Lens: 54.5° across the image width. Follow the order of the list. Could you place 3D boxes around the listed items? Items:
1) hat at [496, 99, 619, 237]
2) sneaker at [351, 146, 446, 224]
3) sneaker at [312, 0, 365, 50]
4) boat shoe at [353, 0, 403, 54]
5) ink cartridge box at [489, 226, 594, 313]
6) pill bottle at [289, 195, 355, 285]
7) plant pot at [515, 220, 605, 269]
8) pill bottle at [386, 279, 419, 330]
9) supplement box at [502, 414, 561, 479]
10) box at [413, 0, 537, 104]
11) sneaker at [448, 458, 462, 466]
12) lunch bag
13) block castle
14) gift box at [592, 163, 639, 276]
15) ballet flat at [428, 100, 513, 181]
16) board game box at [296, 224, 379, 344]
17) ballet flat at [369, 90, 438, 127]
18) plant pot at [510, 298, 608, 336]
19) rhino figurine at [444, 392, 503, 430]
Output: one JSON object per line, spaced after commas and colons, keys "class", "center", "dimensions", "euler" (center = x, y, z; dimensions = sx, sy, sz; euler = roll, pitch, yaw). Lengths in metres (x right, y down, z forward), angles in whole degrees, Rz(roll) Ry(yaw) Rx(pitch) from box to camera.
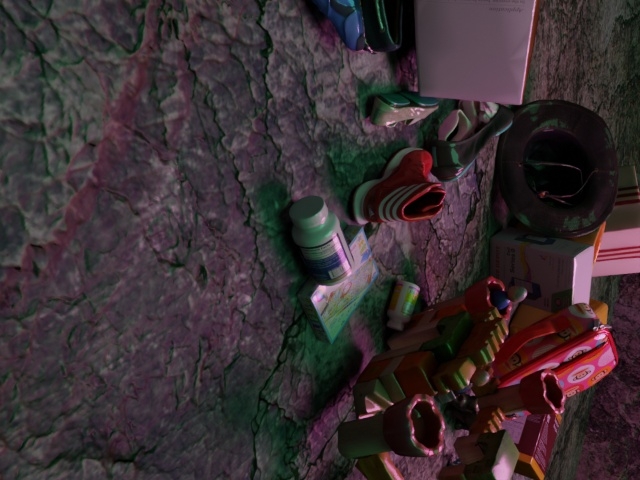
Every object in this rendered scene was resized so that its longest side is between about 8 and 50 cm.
{"class": "hat", "center": [0.545, -0.162, 1.485], "dimensions": [0.134, 0.332, 0.331], "euler": [129, -23, -80]}
{"class": "sneaker", "center": [0.157, -0.081, 0.991], "dimensions": [0.221, 0.128, 0.087], "euler": [-44, 131, -40]}
{"class": "sneaker", "center": [0.003, -0.326, 0.777], "dimensions": [0.209, 0.082, 0.069], "euler": [66, 11, -47]}
{"class": "boat shoe", "center": [0.087, -0.389, 0.857], "dimensions": [0.095, 0.079, 0.254], "euler": [0, 99, -55]}
{"class": "ink cartridge box", "center": [0.505, 0.070, 1.441], "dimensions": [0.093, 0.212, 0.154], "euler": [-22, 117, -36]}
{"class": "pill bottle", "center": [0.000, 0.000, 0.844], "dimensions": [0.067, 0.067, 0.120], "euler": [-53, 137, -33]}
{"class": "plant pot", "center": [0.580, 0.021, 1.545], "dimensions": [0.205, 0.188, 0.205], "euler": [-39, 138, -47]}
{"class": "pill bottle", "center": [0.143, 0.115, 1.095], "dimensions": [0.043, 0.043, 0.083], "euler": [38, 68, -52]}
{"class": "supplement box", "center": [0.561, 0.528, 1.714], "dimensions": [0.191, 0.129, 0.194], "euler": [52, 57, -47]}
{"class": "box", "center": [0.237, -0.399, 0.895], "dimensions": [0.345, 0.168, 0.215], "euler": [74, 31, -56]}
{"class": "sneaker", "center": [0.315, 0.573, 1.458], "dimensions": [0.058, 0.052, 0.135], "euler": [21, 89, -65]}
{"class": "lunch bag", "center": [0.484, 0.257, 1.352], "dimensions": [0.293, 0.120, 0.258], "euler": [-31, 137, 8]}
{"class": "block castle", "center": [0.255, 0.277, 1.030], "dimensions": [0.303, 0.213, 0.453], "euler": [58, 39, -6]}
{"class": "gift box", "center": [0.763, -0.053, 1.754], "dimensions": [0.255, 0.258, 0.276], "euler": [57, 34, -42]}
{"class": "ballet flat", "center": [0.289, -0.216, 1.181], "dimensions": [0.280, 0.095, 0.096], "euler": [-45, 120, -39]}
{"class": "board game box", "center": [0.030, 0.065, 0.939], "dimensions": [0.154, 0.026, 0.103], "euler": [-52, 136, -34]}
{"class": "ballet flat", "center": [0.131, -0.210, 1.002], "dimensions": [0.168, 0.057, 0.052], "euler": [-14, 138, -49]}
{"class": "plant pot", "center": [0.630, 0.271, 1.699], "dimensions": [0.187, 0.212, 0.212], "euler": [-26, 120, -34]}
{"class": "rhino figurine", "center": [0.339, 0.380, 1.383], "dimensions": [0.243, 0.106, 0.073], "euler": [51, 57, -47]}
